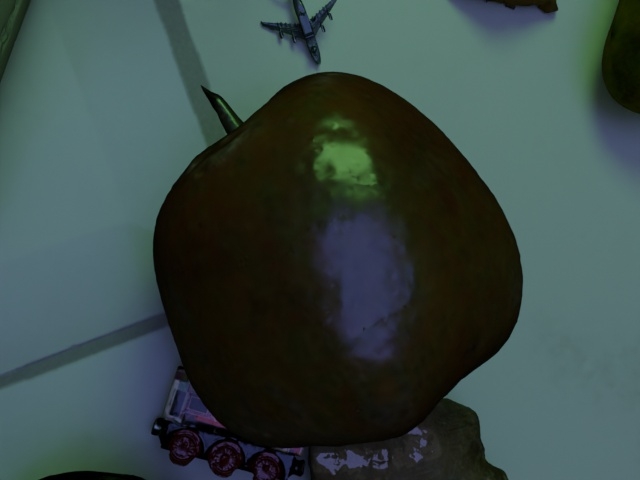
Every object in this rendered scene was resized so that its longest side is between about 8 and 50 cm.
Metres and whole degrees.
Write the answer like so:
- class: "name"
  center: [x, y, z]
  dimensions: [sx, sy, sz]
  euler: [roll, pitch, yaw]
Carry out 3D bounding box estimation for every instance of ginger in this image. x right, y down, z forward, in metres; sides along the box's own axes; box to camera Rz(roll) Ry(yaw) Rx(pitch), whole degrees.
- class: "ginger"
  center: [0.089, 0.199, 0.683]
  dimensions: [0.213, 0.074, 0.137]
  euler: [4, 92, -12]

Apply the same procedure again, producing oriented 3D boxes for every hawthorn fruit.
- class: "hawthorn fruit"
  center: [0.000, 0.000, 0.565]
  dimensions: [0.267, 0.268, 0.301]
  euler: [-31, 95, -15]

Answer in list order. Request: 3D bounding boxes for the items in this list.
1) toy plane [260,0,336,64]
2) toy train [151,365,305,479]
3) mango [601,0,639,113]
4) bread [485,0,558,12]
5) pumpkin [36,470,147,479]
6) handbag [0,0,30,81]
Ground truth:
- class: "toy plane"
  center: [-0.016, -0.207, 0.692]
  dimensions: [0.078, 0.024, 0.084]
  euler: [-20, 94, 2]
- class: "toy train"
  center: [-0.074, 0.163, 0.642]
  dimensions: [0.138, 0.050, 0.087]
  euler: [18, 84, -6]
- class: "mango"
  center: [0.397, -0.239, 0.756]
  dimensions: [0.175, 0.139, 0.254]
  euler: [21, 90, -2]
- class: "bread"
  center: [0.196, -0.285, 0.760]
  dimensions: [0.109, 0.080, 0.084]
  euler: [8, 85, -51]
- class: "pumpkin"
  center: [-0.154, 0.313, 0.490]
  dimensions: [0.238, 0.315, 0.315]
  euler: [-27, 95, -9]
- class: "handbag"
  center: [-0.282, -0.203, 0.481]
  dimensions: [0.160, 0.236, 0.358]
  euler: [17, 74, -17]
